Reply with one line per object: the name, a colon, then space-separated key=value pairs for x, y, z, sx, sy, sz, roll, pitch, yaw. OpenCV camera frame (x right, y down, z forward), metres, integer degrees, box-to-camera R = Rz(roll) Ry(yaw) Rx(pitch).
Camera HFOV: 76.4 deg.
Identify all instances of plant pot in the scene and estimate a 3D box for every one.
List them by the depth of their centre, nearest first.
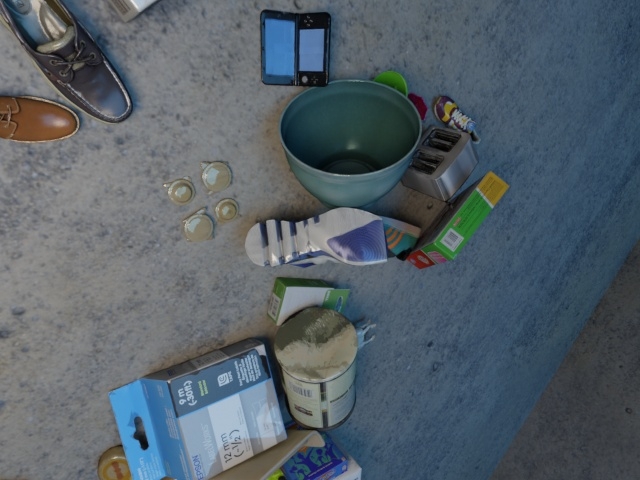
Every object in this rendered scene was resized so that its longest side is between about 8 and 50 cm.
plant pot: x=0.063 y=-0.186 z=0.908 sx=0.292 sy=0.293 sz=0.196 roll=-34 pitch=150 yaw=-19

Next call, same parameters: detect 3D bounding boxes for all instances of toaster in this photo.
toaster: x=0.322 y=-0.207 z=1.108 sx=0.168 sy=0.185 sz=0.110 roll=-51 pitch=136 yaw=-5

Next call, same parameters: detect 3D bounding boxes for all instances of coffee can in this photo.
coffee can: x=-0.004 y=0.335 z=1.048 sx=0.201 sy=0.201 sz=0.276 roll=-26 pitch=138 yaw=-23

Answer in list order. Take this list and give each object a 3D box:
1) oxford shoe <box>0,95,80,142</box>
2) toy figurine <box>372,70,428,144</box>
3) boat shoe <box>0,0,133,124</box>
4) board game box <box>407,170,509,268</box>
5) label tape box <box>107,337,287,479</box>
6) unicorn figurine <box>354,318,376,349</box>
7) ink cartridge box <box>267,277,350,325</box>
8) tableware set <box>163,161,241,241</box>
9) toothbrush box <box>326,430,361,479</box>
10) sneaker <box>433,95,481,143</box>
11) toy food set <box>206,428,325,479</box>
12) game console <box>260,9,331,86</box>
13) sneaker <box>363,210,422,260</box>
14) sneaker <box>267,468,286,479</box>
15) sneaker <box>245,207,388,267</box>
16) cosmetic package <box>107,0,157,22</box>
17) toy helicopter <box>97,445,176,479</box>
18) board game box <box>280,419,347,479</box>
oxford shoe: x=-0.496 y=-0.191 z=0.634 sx=0.212 sy=0.076 sz=0.076 roll=-4 pitch=109 yaw=-35
toy figurine: x=0.206 y=-0.318 z=1.032 sx=0.159 sy=0.130 sz=0.173 roll=0 pitch=100 yaw=-43
boat shoe: x=-0.408 y=-0.304 z=0.634 sx=0.102 sy=0.092 sz=0.285 roll=-41 pitch=126 yaw=-14
board game box: x=0.369 y=-0.041 z=1.150 sx=0.064 sy=0.316 sz=0.242 roll=39 pitch=83 yaw=5
label tape box: x=-0.275 y=0.410 z=0.952 sx=0.347 sy=0.115 sz=0.250 roll=-15 pitch=95 yaw=-30
unicorn figurine: x=0.116 y=0.285 z=1.243 sx=0.111 sy=0.060 sz=0.162 roll=-27 pitch=121 yaw=-23
ink cartridge box: x=-0.031 y=0.164 z=1.095 sx=0.209 sy=0.062 sz=0.109 roll=6 pitch=105 yaw=-36
tableware set: x=-0.246 y=-0.083 z=0.879 sx=0.141 sy=0.020 sz=0.169 roll=-27 pitch=120 yaw=-25
toothbrush box: x=0.016 y=0.767 z=1.276 sx=0.122 sy=0.206 sz=0.284 roll=-11 pitch=115 yaw=-31
sneaker: x=0.400 y=-0.346 z=1.169 sx=0.185 sy=0.083 sz=0.070 roll=34 pitch=88 yaw=-38
toy food set: x=-0.157 y=0.562 z=0.998 sx=0.306 sy=0.219 sz=0.093 roll=-11 pitch=88 yaw=-58
game console: x=-0.051 y=-0.398 z=0.848 sx=0.085 sy=0.124 sz=0.144 roll=-29 pitch=127 yaw=-53
sneaker: x=0.166 y=-0.009 z=1.130 sx=0.301 sy=0.108 sz=0.121 roll=13 pitch=97 yaw=-38
sneaker: x=-0.136 y=0.722 z=1.172 sx=0.294 sy=0.110 sz=0.124 roll=2 pitch=132 yaw=7
sneaker: x=-0.001 y=0.000 z=0.960 sx=0.314 sy=0.182 sz=0.128 roll=-3 pitch=87 yaw=7
cosmetic package: x=-0.272 y=-0.464 z=0.627 sx=0.183 sy=0.151 sz=0.152 roll=-44 pitch=126 yaw=-13
toy helicopter: x=-0.406 y=0.627 z=1.011 sx=0.235 sy=0.140 sz=0.355 roll=-43 pitch=116 yaw=-1
board game box: x=-0.046 y=0.607 z=1.168 sx=0.159 sy=0.210 sz=0.047 roll=-15 pitch=115 yaw=-29
